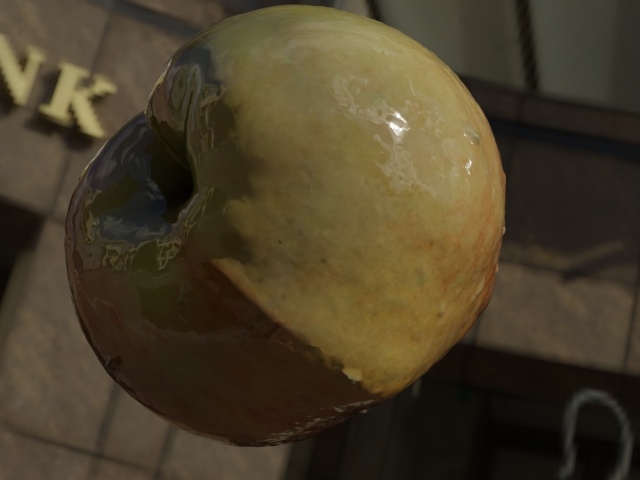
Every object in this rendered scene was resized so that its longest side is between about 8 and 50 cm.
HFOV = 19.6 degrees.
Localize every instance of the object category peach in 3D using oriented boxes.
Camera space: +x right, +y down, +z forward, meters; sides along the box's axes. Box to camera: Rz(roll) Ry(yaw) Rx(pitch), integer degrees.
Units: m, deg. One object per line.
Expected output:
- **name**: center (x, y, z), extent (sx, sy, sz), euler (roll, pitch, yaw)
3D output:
- **peach**: center (0.000, 0.000, 0.892), extent (0.232, 0.232, 0.232), euler (11, -26, 6)
